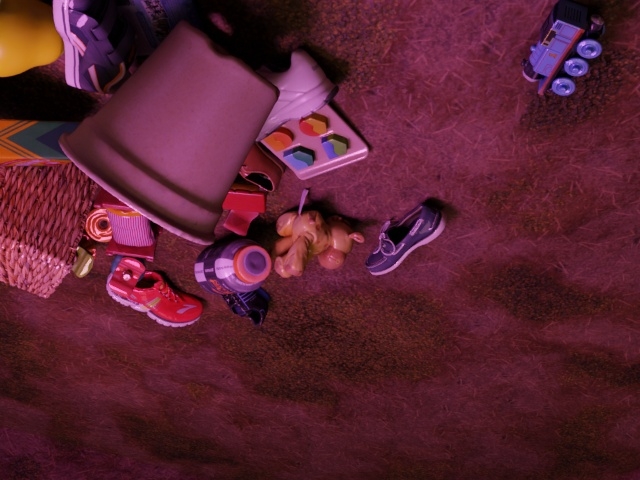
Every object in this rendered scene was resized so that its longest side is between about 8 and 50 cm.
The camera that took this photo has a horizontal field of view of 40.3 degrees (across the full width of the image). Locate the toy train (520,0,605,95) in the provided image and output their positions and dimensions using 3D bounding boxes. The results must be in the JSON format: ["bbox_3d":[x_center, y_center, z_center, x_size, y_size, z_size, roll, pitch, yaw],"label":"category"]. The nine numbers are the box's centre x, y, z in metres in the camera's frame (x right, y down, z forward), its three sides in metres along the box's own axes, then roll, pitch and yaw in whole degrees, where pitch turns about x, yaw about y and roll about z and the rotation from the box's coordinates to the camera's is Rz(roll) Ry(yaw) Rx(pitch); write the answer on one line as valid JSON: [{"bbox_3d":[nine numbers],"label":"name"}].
[{"bbox_3d":[0.427,-0.336,1.543,0.105,0.080,0.184,21,145,-2],"label":"toy train"}]

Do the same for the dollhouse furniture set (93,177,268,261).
[{"bbox_3d":[-0.310,-0.060,2.005,0.374,0.152,0.201,6,144,4],"label":"dollhouse furniture set"}]

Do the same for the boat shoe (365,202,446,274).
[{"bbox_3d":[0.182,-0.003,2.030,0.079,0.095,0.254,28,139,-27],"label":"boat shoe"}]

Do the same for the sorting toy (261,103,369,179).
[{"bbox_3d":[-0.028,-0.213,1.835,0.193,0.038,0.208,-17,137,31],"label":"sorting toy"}]

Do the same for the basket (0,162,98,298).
[{"bbox_3d":[-0.662,-0.047,1.976,0.223,0.299,0.213,24,143,-24],"label":"basket"}]

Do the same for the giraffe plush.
[{"bbox_3d":[0.000,0.000,2.048,0.170,0.181,0.210,17,110,-28],"label":"giraffe plush"}]

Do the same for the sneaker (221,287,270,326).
[{"bbox_3d":[-0.223,0.143,2.317,0.081,0.090,0.232,-23,134,36],"label":"sneaker"}]

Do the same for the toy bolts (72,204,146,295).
[{"bbox_3d":[-0.536,0.014,2.216,0.228,0.158,0.218,34,98,-16],"label":"toy bolts"}]

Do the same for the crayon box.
[{"bbox_3d":[-0.658,-0.197,1.777,0.318,0.081,0.202,-3,-179,-37],"label":"crayon box"}]

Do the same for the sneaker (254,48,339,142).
[{"bbox_3d":[-0.108,-0.275,1.721,0.297,0.111,0.129,-26,103,25],"label":"sneaker"}]

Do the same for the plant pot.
[{"bbox_3d":[-0.245,-0.212,1.577,0.334,0.334,0.305,33,98,-29],"label":"plant pot"}]

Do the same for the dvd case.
[{"bbox_3d":[-0.342,-0.417,1.638,0.253,0.022,0.180,-1,144,13],"label":"dvd case"}]

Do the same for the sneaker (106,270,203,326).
[{"bbox_3d":[-0.439,0.146,2.363,0.279,0.107,0.118,21,133,-21],"label":"sneaker"}]

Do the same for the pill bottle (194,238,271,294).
[{"bbox_3d":[-0.206,0.063,2.105,0.130,0.130,0.245,26,164,-22],"label":"pill bottle"}]

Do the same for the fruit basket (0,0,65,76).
[{"bbox_3d":[-0.652,-0.404,1.562,0.283,0.392,0.392,51,139,6],"label":"fruit basket"}]

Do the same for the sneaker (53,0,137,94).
[{"bbox_3d":[-0.398,-0.381,1.576,0.127,0.126,0.321,16,155,-2],"label":"sneaker"}]

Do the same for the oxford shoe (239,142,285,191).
[{"bbox_3d":[-0.169,-0.181,1.877,0.212,0.076,0.076,33,140,-21],"label":"oxford shoe"}]
